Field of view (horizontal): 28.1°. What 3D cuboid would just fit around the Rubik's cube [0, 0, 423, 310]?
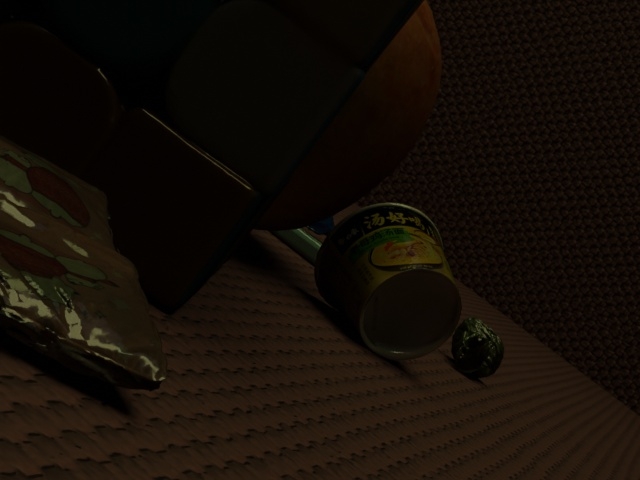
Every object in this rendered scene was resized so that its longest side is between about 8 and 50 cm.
[{"bbox_3d":[-0.131,-0.192,1.040,0.347,0.344,0.347,38,7,-3],"label":"Rubik's cube"}]

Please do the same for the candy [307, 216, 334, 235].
[{"bbox_3d":[-0.105,-0.113,1.921,0.331,0.077,0.187,39,8,10],"label":"candy"}]

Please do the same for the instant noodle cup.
[{"bbox_3d":[0.081,0.049,1.379,0.151,0.151,0.122,33,13,-29],"label":"instant noodle cup"}]

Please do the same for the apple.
[{"bbox_3d":[-0.069,-0.201,1.383,0.391,0.391,0.346,36,20,2],"label":"apple"}]

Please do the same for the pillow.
[{"bbox_3d":[-0.167,0.002,0.728,0.135,0.049,0.248,32,11,-29],"label":"pillow"}]

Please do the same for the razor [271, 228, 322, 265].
[{"bbox_3d":[-0.006,0.009,1.673,0.278,0.056,0.111,45,9,15],"label":"razor"}]

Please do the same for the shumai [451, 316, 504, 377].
[{"bbox_3d":[0.196,0.150,1.687,0.082,0.083,0.080,6,18,39],"label":"shumai"}]
